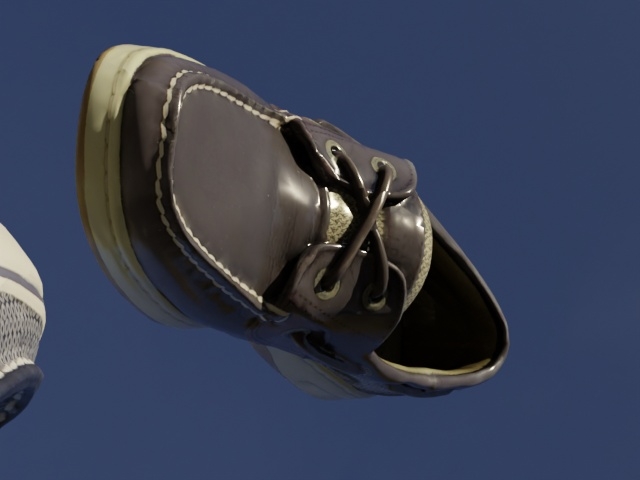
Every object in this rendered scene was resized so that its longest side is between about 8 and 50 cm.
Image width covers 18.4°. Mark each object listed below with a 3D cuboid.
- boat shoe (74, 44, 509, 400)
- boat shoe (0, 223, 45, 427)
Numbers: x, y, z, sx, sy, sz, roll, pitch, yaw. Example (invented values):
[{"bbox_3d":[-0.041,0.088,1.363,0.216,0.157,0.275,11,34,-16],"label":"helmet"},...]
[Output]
[{"bbox_3d":[0.000,0.000,0.768,0.092,0.285,0.103,0,-110,23],"label":"boat shoe"},{"bbox_3d":[-0.116,0.090,0.412,0.127,0.340,0.158,-42,-96,18],"label":"boat shoe"}]
